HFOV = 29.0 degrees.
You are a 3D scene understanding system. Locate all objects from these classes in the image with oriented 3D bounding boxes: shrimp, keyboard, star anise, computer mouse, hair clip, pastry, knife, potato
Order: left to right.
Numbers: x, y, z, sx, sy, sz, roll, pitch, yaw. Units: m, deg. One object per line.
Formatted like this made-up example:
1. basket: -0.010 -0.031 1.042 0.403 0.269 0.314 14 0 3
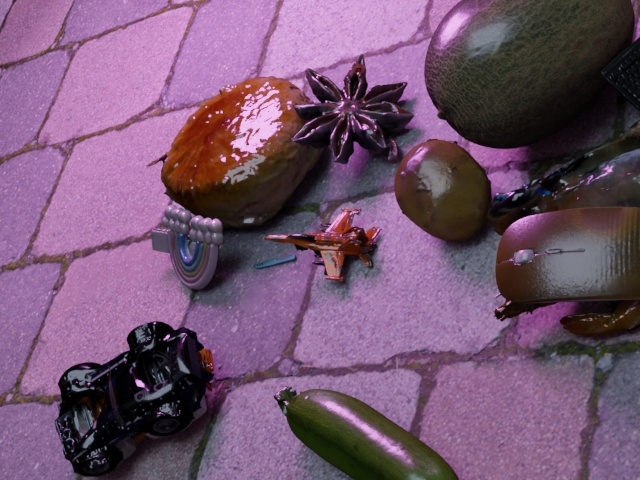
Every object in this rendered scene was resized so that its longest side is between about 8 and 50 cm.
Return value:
1. hair clip: -0.228 0.013 2.181 0.220 0.054 0.140 20 111 53
2. pastry: -0.138 -0.166 2.216 0.330 0.136 0.329 -24 43 24
3. knife: -0.077 0.036 2.092 0.091 0.005 0.014 -15 49 34
4. star anise: 0.060 -0.201 2.090 0.230 0.081 0.262 -27 56 -20
5. potato: 0.182 -0.079 1.865 0.137 0.137 0.176 -45 41 1
6. shrimp: 0.349 0.065 1.641 0.249 0.068 0.150 -19 51 23
7. computer mouse: 0.342 0.022 1.598 0.245 0.056 0.126 -3 67 25
8. shrimp: 0.432 -0.104 1.684 0.446 0.110 0.221 -21 35 24
9. keyboard: 0.503 -0.279 1.758 0.230 0.025 0.093 -42 78 -13

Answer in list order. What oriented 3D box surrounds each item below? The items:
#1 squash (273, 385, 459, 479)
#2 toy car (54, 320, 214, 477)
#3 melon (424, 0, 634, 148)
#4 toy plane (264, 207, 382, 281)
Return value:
1. squash: 0.059 0.278 1.689 0.379 0.101 0.101 22 73 51
2. toy car: -0.299 0.261 2.011 0.301 0.118 0.193 -30 50 18
3. melon: 0.308 -0.276 1.826 0.329 0.248 0.248 -32 40 1
4. toy plane: 0.003 0.006 1.992 0.188 0.062 0.135 -2 58 25
